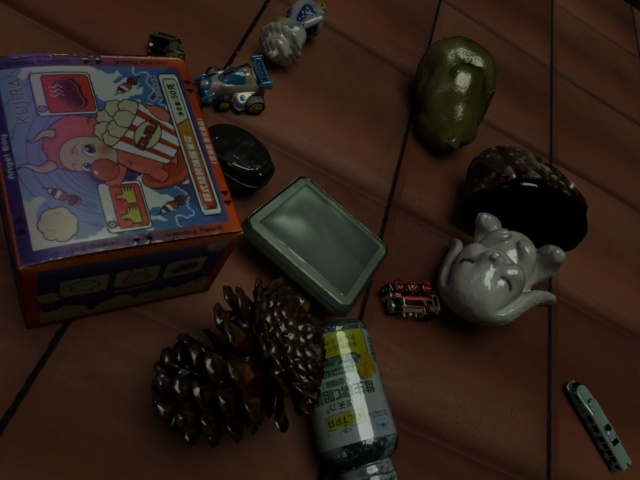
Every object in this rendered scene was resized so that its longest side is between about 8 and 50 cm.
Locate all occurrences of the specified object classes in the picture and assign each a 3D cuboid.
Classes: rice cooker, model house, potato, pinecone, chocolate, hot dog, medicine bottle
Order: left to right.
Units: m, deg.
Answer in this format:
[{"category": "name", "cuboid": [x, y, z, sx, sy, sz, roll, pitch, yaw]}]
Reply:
[{"category": "model house", "cuboid": [-0.348, -0.443, 1.207, 0.083, 0.057, 0.058, 16, 27, 4]}, {"category": "rice cooker", "cuboid": [-0.179, -0.167, 1.096, 0.165, 0.106, 0.112, 41, 52, -5]}, {"category": "pinecone", "cuboid": [-0.133, 0.196, 0.819, 0.292, 0.246, 0.246, -27, 73, 4]}, {"category": "hot dog", "cuboid": [-0.056, 0.108, 1.030, 0.140, 0.060, 0.090, -38, 87, -30]}, {"category": "medicine bottle", "cuboid": [0.051, 0.296, 0.920, 0.141, 0.141, 0.293, -2, 64, -28]}, {"category": "potato", "cuboid": [0.369, -0.404, 1.460, 0.218, 0.202, 0.351, 18, 69, -31]}, {"category": "chocolate", "cuboid": [0.518, -0.120, 1.355, 0.340, 0.225, 0.210, 21, 47, -15]}]

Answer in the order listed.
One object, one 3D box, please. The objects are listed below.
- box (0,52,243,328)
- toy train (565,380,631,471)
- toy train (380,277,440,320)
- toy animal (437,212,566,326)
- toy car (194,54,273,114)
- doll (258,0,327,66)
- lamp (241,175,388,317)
[{"category": "box", "cuboid": [-0.350, -0.085, 0.867, 0.318, 0.257, 0.349, -10, 67, -30]}, {"category": "toy train", "cuboid": [0.636, 0.420, 1.204, 0.043, 0.047, 0.207, -16, 72, -34]}, {"category": "toy train", "cuboid": [0.195, 0.130, 1.147, 0.138, 0.050, 0.087, 6, 64, -24]}, {"category": "toy animal", "cuboid": [0.384, 0.087, 1.169, 0.271, 0.206, 0.265, 31, 41, 23]}, {"category": "toy car", "cuboid": [-0.198, -0.370, 1.206, 0.161, 0.098, 0.126, -5, 63, -31]}, {"category": "doll", "cuboid": [-0.069, -0.552, 1.368, 0.138, 0.119, 0.293, 5, 47, 27]}, {"category": "lamp", "cuboid": [0.000, 0.000, 1.086, 0.269, 0.047, 0.266, 41, 38, 1]}]
